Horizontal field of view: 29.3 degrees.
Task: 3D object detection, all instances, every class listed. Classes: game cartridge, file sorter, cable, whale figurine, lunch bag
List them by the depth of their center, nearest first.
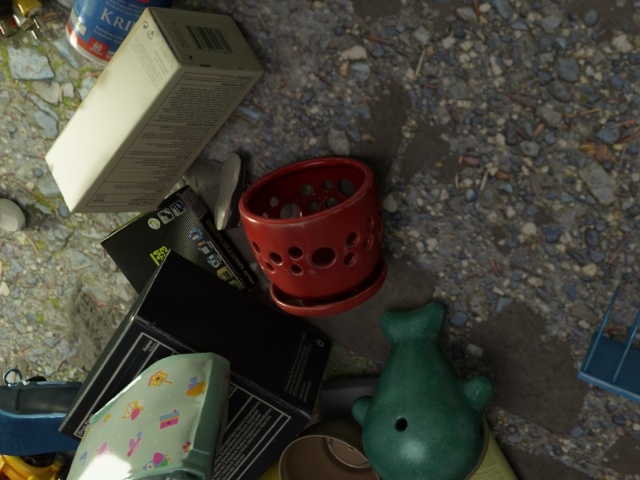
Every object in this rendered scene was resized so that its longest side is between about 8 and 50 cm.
[{"bbox_3d":[0.444,0.146,1.612,0.170,0.118,0.104,22,118,13],"label":"file sorter"},{"bbox_3d":[-0.220,0.293,1.666,0.160,0.223,0.262,39,123,-21],"label":"lunch bag"},{"bbox_3d":[0.134,0.217,1.717,0.216,0.141,0.272,-12,71,24],"label":"whale figurine"},{"bbox_3d":[-0.493,-0.415,1.799,0.139,0.072,0.287,-16,96,47],"label":"cable"},{"bbox_3d":[0.110,0.342,1.898,0.198,0.062,0.297,-5,113,31],"label":"game cartridge"}]

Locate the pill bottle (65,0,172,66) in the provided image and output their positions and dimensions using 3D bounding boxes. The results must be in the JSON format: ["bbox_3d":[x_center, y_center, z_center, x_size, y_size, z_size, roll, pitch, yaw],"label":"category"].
[{"bbox_3d":[-0.256,-0.353,1.664,0.124,0.124,0.221,33,124,5],"label":"pill bottle"}]

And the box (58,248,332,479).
[{"bbox_3d":[-0.188,0.220,1.857,0.294,0.182,0.296,31,126,-10],"label":"box"}]

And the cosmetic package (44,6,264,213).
[{"bbox_3d":[-0.236,-0.174,1.710,0.309,0.160,0.113,-45,63,34],"label":"cosmetic package"}]

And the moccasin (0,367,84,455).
[{"bbox_3d":[-0.486,0.298,2.108,0.342,0.117,0.137,2,128,18],"label":"moccasin"}]

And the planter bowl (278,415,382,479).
[{"bbox_3d":[0.032,0.331,1.830,0.162,0.109,0.162,10,118,19],"label":"planter bowl"}]

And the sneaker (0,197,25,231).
[{"bbox_3d":[-0.551,-0.050,1.989,0.152,0.061,0.053,26,121,8],"label":"sneaker"}]

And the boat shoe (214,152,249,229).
[{"bbox_3d":[-0.125,-0.071,1.801,0.046,0.038,0.125,46,131,50],"label":"boat shoe"}]

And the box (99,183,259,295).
[{"bbox_3d":[-0.218,0.033,1.890,0.184,0.045,0.190,-29,103,30],"label":"box"}]

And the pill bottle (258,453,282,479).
[{"bbox_3d":[-0.072,0.402,1.974,0.184,0.103,0.103,-24,103,29],"label":"pill bottle"}]

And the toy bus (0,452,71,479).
[{"bbox_3d":[-0.521,0.475,2.152,0.220,0.211,0.149,38,125,4],"label":"toy bus"}]

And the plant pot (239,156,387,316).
[{"bbox_3d":[0.000,0.000,1.693,0.191,0.191,0.174,-3,119,25],"label":"plant pot"}]

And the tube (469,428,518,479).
[{"bbox_3d":[0.238,0.325,1.833,0.240,0.062,0.070,62,160,-17],"label":"tube"}]
